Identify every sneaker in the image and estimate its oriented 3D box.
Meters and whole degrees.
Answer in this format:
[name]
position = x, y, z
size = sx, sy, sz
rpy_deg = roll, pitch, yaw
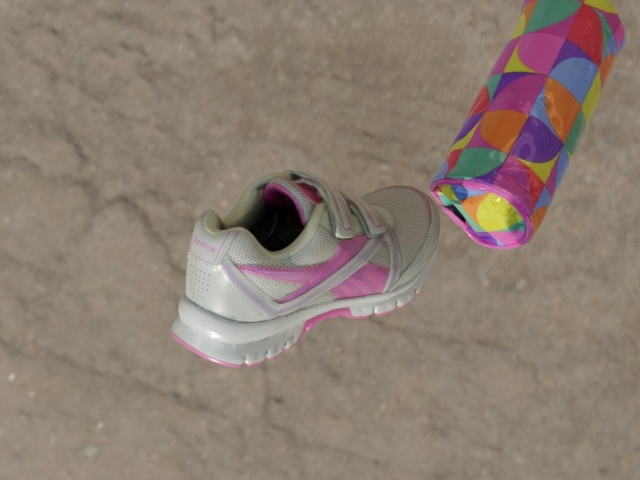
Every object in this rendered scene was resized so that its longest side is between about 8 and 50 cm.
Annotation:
[sneaker]
position = 0.000, 0.000, 1.198
size = 0.103, 0.252, 0.111
rpy_deg = 27, 127, 35

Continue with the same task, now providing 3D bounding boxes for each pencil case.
[pencil case]
position = 0.176, -0.107, 1.341
size = 0.104, 0.236, 0.104
rpy_deg = 22, 152, 13
